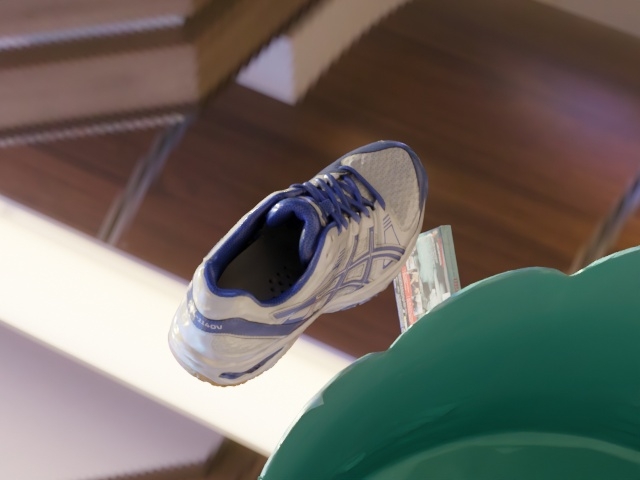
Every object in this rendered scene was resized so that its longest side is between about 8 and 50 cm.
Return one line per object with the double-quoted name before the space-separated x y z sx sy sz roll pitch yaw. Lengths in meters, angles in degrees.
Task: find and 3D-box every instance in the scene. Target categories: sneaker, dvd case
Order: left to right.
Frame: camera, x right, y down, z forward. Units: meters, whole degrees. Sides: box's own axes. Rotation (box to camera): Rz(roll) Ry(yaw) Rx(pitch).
"sneaker" 0.000 0.000 1.610 0.296 0.112 0.131 -45 -15 -33
"dvd case" 0.095 0.038 1.760 0.119 0.013 0.087 154 109 -68

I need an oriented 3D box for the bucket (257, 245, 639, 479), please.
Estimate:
"bucket" 0.087 0.150 0.590 0.281 0.281 0.183 -58 -3 -20
